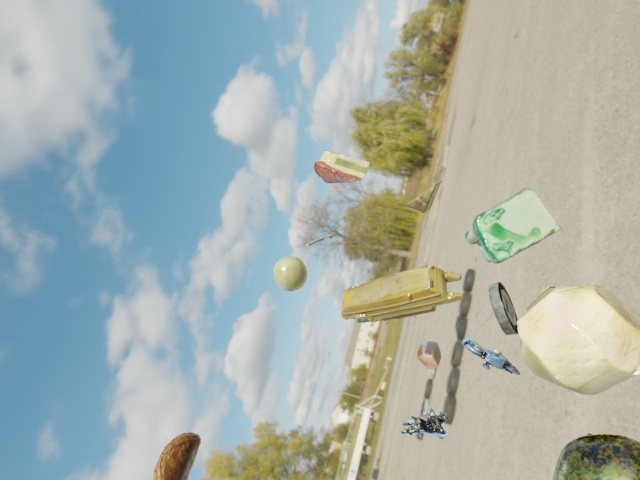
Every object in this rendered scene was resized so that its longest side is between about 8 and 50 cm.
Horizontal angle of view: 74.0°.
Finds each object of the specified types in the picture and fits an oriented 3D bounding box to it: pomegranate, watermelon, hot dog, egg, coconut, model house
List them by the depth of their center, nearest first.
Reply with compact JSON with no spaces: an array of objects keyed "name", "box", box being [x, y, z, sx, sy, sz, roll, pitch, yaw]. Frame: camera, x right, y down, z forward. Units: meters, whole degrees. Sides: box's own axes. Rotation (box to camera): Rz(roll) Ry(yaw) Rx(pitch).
[{"name":"pomegranate","box":[0.594,0.505,0.858,0.204,0.221,0.276,-67,-27,-17]},{"name":"coconut","box":[0.775,0.297,1.284,0.352,0.352,0.353,14,-90,-79]},{"name":"hot dog","box":[-0.493,0.776,1.461,0.161,0.099,0.227,85,-159,-45]},{"name":"watermelon","box":[0.382,0.394,1.464,0.092,0.084,0.072,-52,22,-3]},{"name":"model house","box":[0.707,-0.030,1.664,0.194,0.267,0.325,61,179,12]},{"name":"egg","box":[-0.166,0.189,2.361,0.254,0.188,0.189,80,-154,-64]}]

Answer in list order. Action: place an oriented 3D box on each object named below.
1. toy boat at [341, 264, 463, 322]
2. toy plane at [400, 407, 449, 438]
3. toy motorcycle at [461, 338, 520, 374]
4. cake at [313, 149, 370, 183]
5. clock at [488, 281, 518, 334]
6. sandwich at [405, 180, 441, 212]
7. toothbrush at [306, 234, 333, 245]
[{"name":"toy boat","box":[0.191,0.142,1.036,0.115,0.310,0.089,42,-141,-39]},{"name":"toy plane","box":[0.342,0.576,1.327,0.246,0.169,0.078,100,152,-69]},{"name":"toy motorcycle","box":[0.746,0.511,1.863,0.092,0.254,0.135,-63,-6,4]},{"name":"cake","box":[0.065,-0.272,1.535,0.220,0.116,0.086,6,62,58]},{"name":"clock","box":[0.735,0.273,1.700,0.215,0.042,0.215,36,-139,-41]},{"name":"sandwich","box":[0.357,-0.164,1.472,0.074,0.074,0.117,-29,-39,-57]},{"name":"toothbrush","box":[0.000,-0.002,1.966,0.194,0.014,0.017,-19,-78,-50]}]
